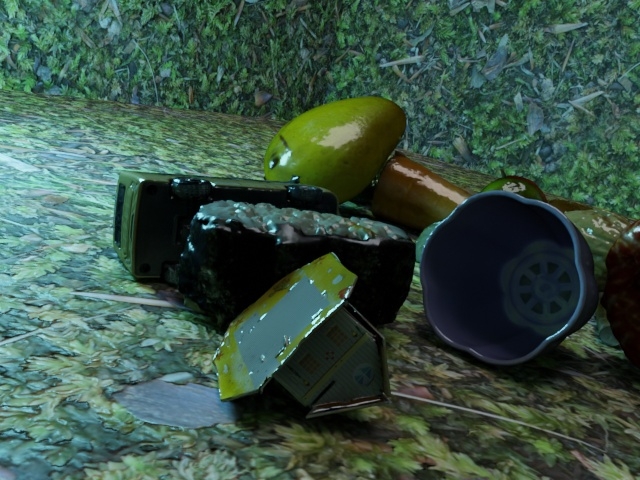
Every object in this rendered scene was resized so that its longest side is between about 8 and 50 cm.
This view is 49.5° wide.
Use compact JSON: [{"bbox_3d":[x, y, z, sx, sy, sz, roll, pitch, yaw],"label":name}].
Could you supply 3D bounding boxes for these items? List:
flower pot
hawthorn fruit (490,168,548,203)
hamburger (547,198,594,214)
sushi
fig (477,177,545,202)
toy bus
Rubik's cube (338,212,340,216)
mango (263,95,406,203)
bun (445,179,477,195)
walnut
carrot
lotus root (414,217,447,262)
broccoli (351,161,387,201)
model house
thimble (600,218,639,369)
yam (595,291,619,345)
[{"bbox_3d":[0.324,0.070,1.129,0.265,0.264,0.243,22,4,34],"label":"flower pot"},{"bbox_3d":[0.547,-0.104,1.967,0.190,0.251,0.189,-11,39,9],"label":"hawthorn fruit"},{"bbox_3d":[0.751,-0.049,2.127,0.211,0.132,0.309,21,18,20],"label":"hamburger"},{"bbox_3d":[-0.029,0.043,1.033,0.351,0.170,0.211,7,12,-22],"label":"sushi"},{"bbox_3d":[0.467,-0.039,1.813,0.206,0.205,0.275,11,-19,-7],"label":"fig"},{"bbox_3d":[-0.160,-0.031,1.199,0.366,0.176,0.202,2,12,-32],"label":"toy bus"},{"bbox_3d":[-0.004,-0.062,1.606,0.111,0.111,0.093,23,-10,37],"label":"Rubik's cube"},{"bbox_3d":[0.050,-0.246,1.831,0.445,0.220,0.301,-35,42,-19],"label":"mango"},{"bbox_3d":[0.396,-0.118,2.092,0.223,0.127,0.222,9,15,-2],"label":"bun"},{"bbox_3d":[0.652,0.020,1.665,0.198,0.198,0.245,0,19,-40],"label":"walnut"},{"bbox_3d":[0.285,-0.109,1.871,0.254,0.195,0.196,25,18,24],"label":"carrot"},{"bbox_3d":[0.332,0.024,1.525,0.235,0.138,0.119,27,29,28],"label":"lotus root"},{"bbox_3d":[0.139,-0.237,2.066,0.269,0.269,0.254,-4,34,-47],"label":"broccoli"},{"bbox_3d":[-0.009,0.134,0.837,0.136,0.207,0.219,45,-4,-18],"label":"model house"},{"bbox_3d":[0.635,0.088,1.077,0.231,0.349,0.350,-22,34,-37],"label":"thimble"},{"bbox_3d":[0.571,0.149,1.382,0.046,0.046,0.264,17,16,16],"label":"yam"}]
